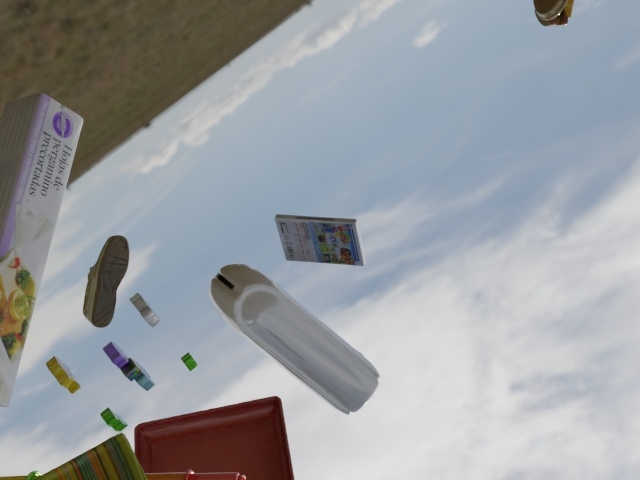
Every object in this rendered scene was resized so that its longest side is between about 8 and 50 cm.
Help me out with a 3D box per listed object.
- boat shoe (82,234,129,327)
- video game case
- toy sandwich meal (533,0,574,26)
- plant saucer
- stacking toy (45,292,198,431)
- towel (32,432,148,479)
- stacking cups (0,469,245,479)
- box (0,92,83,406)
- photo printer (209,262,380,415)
[{"bbox_3d":[-0.313,0.055,1.365,0.045,0.050,0.135,16,-90,43],"label":"boat shoe"},{"bbox_3d":[0.000,0.000,1.376,0.122,0.087,0.011,4,-135,19],"label":"video game case"},{"bbox_3d":[0.254,-0.267,1.010,0.085,0.029,0.085,-172,-90,-72],"label":"toy sandwich meal"},{"bbox_3d":[-0.173,0.388,1.564,0.258,0.047,0.259,-11,-140,-3],"label":"plant saucer"},{"bbox_3d":[-0.293,0.190,1.448,0.167,0.221,0.052,-39,-125,-8],"label":"stacking toy"},{"bbox_3d":[-0.303,0.311,1.049,0.237,0.102,0.021,-28,162,-9],"label":"towel"},{"bbox_3d":[-0.246,0.312,1.113,0.316,0.096,0.096,-4,-162,5],"label":"stacking cups"},{"bbox_3d":[-0.318,0.007,0.966,0.067,0.063,0.324,-8,-117,33],"label":"box"},{"bbox_3d":[-0.061,0.157,1.655,0.107,0.307,0.256,-51,-165,-5],"label":"photo printer"}]
